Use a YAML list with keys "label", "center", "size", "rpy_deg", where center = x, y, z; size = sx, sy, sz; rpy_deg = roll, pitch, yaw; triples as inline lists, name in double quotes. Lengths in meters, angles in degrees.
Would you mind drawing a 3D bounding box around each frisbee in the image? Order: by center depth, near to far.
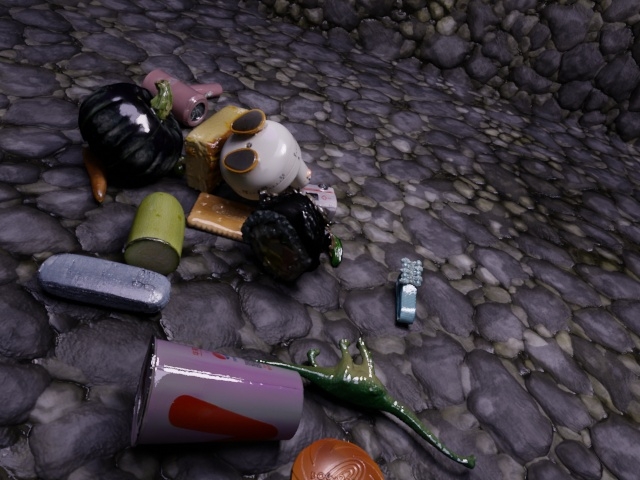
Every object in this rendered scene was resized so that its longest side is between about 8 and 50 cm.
- label: "frisbee"
  center: [0.039, 0.459, 0.994]
  size: [0.192, 0.035, 0.192]
  rpy_deg: [13, 38, -11]

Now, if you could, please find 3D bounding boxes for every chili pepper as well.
- label: "chili pepper"
  center: [0.005, 0.000, 1.531]
  size: [0.182, 0.050, 0.073]
  rpy_deg: [40, 34, 20]

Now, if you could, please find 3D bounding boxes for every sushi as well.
- label: "sushi"
  center: [-0.065, -0.029, 1.389]
  size: [0.225, 0.238, 0.219]
  rpy_deg: [-1, 17, 33]

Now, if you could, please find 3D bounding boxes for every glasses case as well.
- label: "glasses case"
  center: [-0.478, 0.096, 1.178]
  size: [0.283, 0.067, 0.109]
  rpy_deg: [15, 36, -9]

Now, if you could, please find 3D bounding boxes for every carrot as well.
- label: "carrot"
  center: [-0.621, -0.179, 1.466]
  size: [0.061, 0.061, 0.209]
  rpy_deg: [-3, 49, -28]

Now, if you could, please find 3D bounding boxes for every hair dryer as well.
- label: "hair dryer"
  center: [-0.454, -0.534, 1.934]
  size: [0.210, 0.125, 0.352]
  rpy_deg: [32, 32, 14]

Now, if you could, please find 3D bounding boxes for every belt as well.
- label: "belt"
  center: [0.236, 0.143, 1.422]
  size: [0.065, 0.100, 0.179]
  rpy_deg: [13, 41, -4]

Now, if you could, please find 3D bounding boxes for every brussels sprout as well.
- label: "brussels sprout"
  center: [-0.431, -0.230, 1.616]
  size: [0.051, 0.046, 0.083]
  rpy_deg: [9, 39, -4]

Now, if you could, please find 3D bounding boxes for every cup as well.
- label: "cup"
  center: [-0.189, 0.295, 0.985]
  size: [0.289, 0.203, 0.203]
  rpy_deg: [12, 38, -21]

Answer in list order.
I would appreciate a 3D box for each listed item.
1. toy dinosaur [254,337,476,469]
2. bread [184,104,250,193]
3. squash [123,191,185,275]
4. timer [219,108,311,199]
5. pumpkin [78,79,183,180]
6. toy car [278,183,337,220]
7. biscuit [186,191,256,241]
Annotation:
- label: "toy dinosaur"
  center: [0.088, 0.355, 1.118]
  size: [0.448, 0.087, 0.300]
  rpy_deg: [3, 48, -19]
- label: "bread"
  center: [-0.307, -0.284, 1.628]
  size: [0.114, 0.184, 0.274]
  rpy_deg: [18, 37, 12]
- label: "squash"
  center: [-0.407, -0.037, 1.320]
  size: [0.133, 0.132, 0.247]
  rpy_deg: [8, 40, -16]
- label: "timer"
  center: [-0.160, -0.220, 1.507]
  size: [0.234, 0.240, 0.233]
  rpy_deg: [-9, 63, 18]
- label: "pumpkin"
  center: [-0.505, -0.324, 1.497]
  size: [0.296, 0.295, 0.295]
  rpy_deg: [13, 38, -10]
- label: "toy car"
  center: [-0.055, -0.119, 1.618]
  size: [0.210, 0.089, 0.108]
  rpy_deg: [7, 44, -21]
- label: "biscuit"
  center: [-0.242, -0.062, 1.507]
  size: [0.250, 0.030, 0.160]
  rpy_deg: [17, 37, -5]
